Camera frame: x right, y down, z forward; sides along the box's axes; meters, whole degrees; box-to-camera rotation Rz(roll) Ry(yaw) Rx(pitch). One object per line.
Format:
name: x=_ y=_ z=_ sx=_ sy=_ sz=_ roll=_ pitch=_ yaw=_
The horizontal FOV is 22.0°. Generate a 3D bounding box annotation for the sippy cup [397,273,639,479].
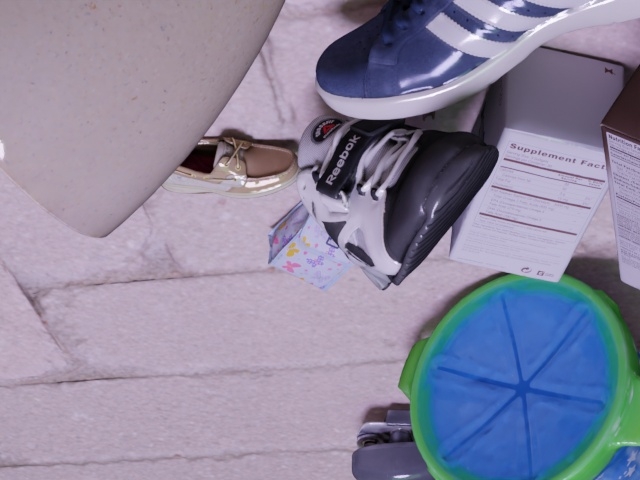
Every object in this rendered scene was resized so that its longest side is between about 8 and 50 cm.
sippy cup: x=0.242 y=0.177 z=1.620 sx=0.240 sy=0.305 sz=0.224 roll=-43 pitch=138 yaw=11

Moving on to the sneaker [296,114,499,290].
sneaker: x=0.042 y=-0.046 z=1.349 sx=0.146 sy=0.122 sz=0.330 roll=42 pitch=166 yaw=-1

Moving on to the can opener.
can opener: x=0.176 y=0.238 z=1.790 sx=0.283 sy=0.095 sz=0.076 roll=2 pitch=142 yaw=5

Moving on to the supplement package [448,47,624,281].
supplement package: x=0.183 y=-0.064 z=1.403 sx=0.105 sy=0.105 sz=0.179 roll=12 pitch=140 yaw=-5

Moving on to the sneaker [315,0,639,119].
sneaker: x=0.127 y=-0.212 z=1.223 sx=0.350 sy=0.131 sz=0.148 roll=-23 pitch=127 yaw=23

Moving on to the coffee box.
coffee box: x=0.308 y=-0.060 z=1.321 sx=0.098 sy=0.141 sz=0.246 roll=26 pitch=158 yaw=26

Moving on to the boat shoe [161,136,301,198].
boat shoe: x=-0.085 y=-0.068 z=1.474 sx=0.135 sy=0.050 sz=0.045 roll=-3 pitch=146 yaw=11

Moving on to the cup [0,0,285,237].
cup: x=-0.153 y=-0.204 z=1.144 sx=0.237 sy=0.331 sz=0.331 roll=-35 pitch=131 yaw=7

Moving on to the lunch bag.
lunch bag: x=0.000 y=0.000 z=1.549 sx=0.071 sy=0.053 sz=0.083 roll=27 pitch=128 yaw=-27

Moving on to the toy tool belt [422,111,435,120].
toy tool belt: x=0.089 y=-0.128 z=1.388 sx=0.083 sy=0.052 sz=0.051 roll=-4 pitch=172 yaw=16
